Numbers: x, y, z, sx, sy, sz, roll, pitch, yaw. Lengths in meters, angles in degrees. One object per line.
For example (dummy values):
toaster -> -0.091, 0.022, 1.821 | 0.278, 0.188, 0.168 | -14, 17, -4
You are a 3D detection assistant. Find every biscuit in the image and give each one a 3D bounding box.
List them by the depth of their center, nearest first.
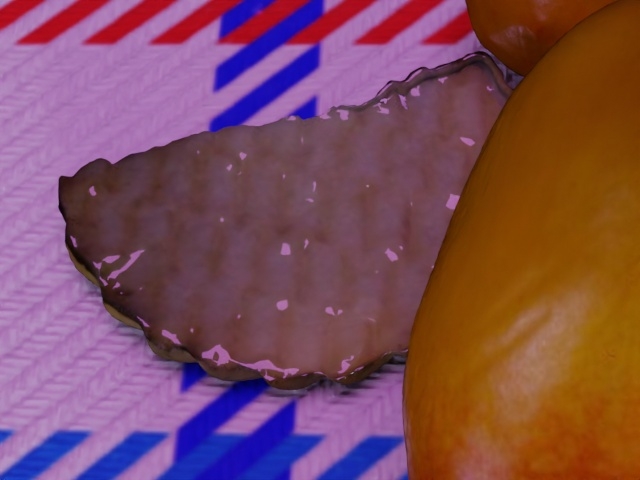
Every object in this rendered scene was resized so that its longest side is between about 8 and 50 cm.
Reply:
biscuit -> 0.000, 0.000, 1.075 | 0.273, 0.036, 0.187 | -14, 55, -6

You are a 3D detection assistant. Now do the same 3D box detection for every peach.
peach -> 0.181, 0.046, 0.893 | 0.289, 0.289, 0.308 | 14, 82, 14
peach -> 0.146, -0.161, 1.113 | 0.138, 0.138, 0.138 | -2, 55, 3
